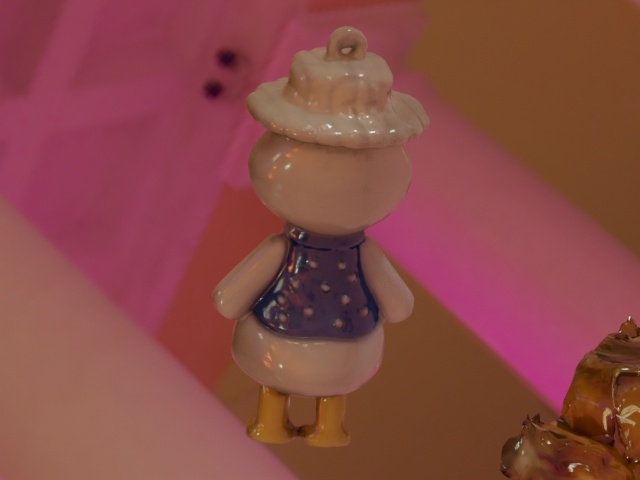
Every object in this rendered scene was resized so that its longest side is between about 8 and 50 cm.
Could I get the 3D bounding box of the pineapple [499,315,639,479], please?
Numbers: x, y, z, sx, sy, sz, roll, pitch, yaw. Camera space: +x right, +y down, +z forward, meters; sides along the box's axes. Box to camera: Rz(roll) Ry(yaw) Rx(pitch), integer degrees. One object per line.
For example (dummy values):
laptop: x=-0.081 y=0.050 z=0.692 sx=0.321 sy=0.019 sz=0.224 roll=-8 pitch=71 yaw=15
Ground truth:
pineapple: x=0.098 y=0.105 z=0.359 sx=0.250 sy=0.164 sz=0.140 roll=-55 pitch=-34 yaw=-29

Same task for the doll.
doll: x=0.000 y=0.000 z=1.288 sx=0.138 sy=0.119 sz=0.293 roll=2 pitch=-68 yaw=-10
